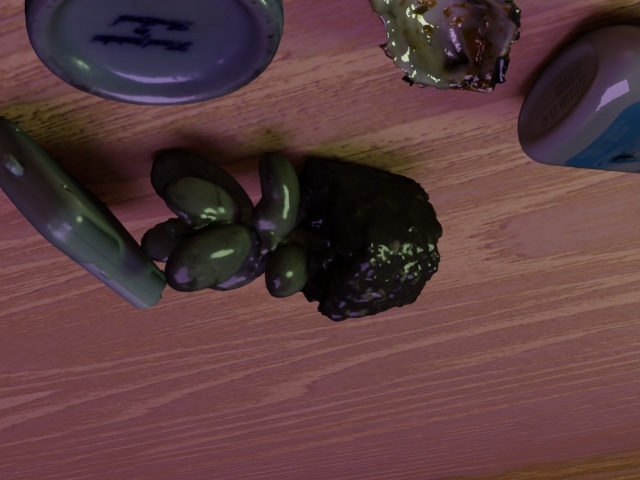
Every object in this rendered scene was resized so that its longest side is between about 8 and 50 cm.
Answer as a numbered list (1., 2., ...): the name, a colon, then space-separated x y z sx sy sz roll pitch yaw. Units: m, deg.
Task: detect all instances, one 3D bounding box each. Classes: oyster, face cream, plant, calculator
1. oyster: 0.094 -0.156 0.729 0.103 0.051 0.148 -8 142 14
2. face cream: 0.346 -0.107 0.862 0.337 0.080 0.163 4 155 -20
3. plant: -0.026 -0.006 0.933 0.275 0.146 0.149 7 126 -27
4. calculator: -0.216 -0.020 0.890 0.045 0.141 0.246 -42 155 -5

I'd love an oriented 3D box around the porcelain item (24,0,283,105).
1. porcelain item: -0.097 -0.162 0.592 0.147 0.114 0.147 -5 155 -2
